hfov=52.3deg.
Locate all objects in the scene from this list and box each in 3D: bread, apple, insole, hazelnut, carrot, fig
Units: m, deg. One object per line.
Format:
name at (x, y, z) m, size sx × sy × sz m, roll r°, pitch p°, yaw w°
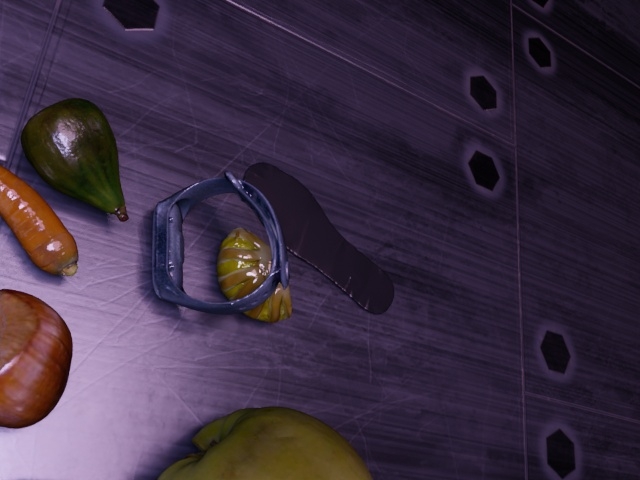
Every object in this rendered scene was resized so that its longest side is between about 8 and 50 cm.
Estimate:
bread at (-0.109, 0.054, 0.987) m, size 0.095 × 0.083 × 0.157 m, roll -13°, pitch 82°, yaw -25°
apple at (-0.061, 0.351, 0.809) m, size 0.295 × 0.233 × 0.257 m, roll -39°, pitch 100°, yaw -38°
insole at (0.000, 0.000, 1.120) m, size 0.348 × 0.009 × 0.119 m, roll 42°, pitch 56°, yaw -14°
hazelnut at (-0.349, 0.138, 0.752) m, size 0.150 × 0.150 × 0.150 m, roll 12°, pitch 67°, yaw -31°
carrot at (-0.405, -0.060, 0.831) m, size 0.066 × 0.062 × 0.271 m, roll -41°, pitch 99°, yaw -13°
fig at (-0.322, -0.099, 0.882) m, size 0.117 × 0.117 × 0.177 m, roll -42°, pitch 115°, yaw -37°

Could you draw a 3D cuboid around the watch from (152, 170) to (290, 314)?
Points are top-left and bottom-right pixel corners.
watch at (-0.142, 0.002, 0.929) m, size 0.193 × 0.068 × 0.206 m, roll -5°, pitch 68°, yaw 5°
